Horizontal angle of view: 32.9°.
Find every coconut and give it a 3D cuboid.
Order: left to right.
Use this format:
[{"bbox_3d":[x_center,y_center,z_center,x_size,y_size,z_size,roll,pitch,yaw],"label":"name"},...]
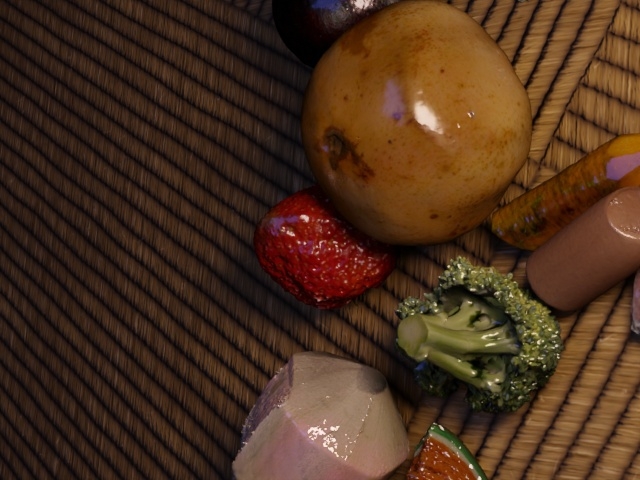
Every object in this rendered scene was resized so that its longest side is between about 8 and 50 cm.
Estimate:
[{"bbox_3d":[0.008,0.349,1.946,0.309,0.297,0.297,-55,51,20],"label":"coconut"}]

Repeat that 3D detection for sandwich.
[{"bbox_3d":[0.221,0.444,1.842,0.235,0.159,0.079,48,140,11],"label":"sandwich"}]

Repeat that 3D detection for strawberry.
[{"bbox_3d":[0.000,0.000,2.035,0.257,0.277,0.257,-13,70,39],"label":"strawberry"}]

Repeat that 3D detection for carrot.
[{"bbox_3d":[0.419,-0.068,1.769,0.302,0.114,0.114,-34,61,37],"label":"carrot"}]

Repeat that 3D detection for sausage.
[{"bbox_3d":[0.434,0.010,1.676,0.253,0.123,0.123,-50,49,53],"label":"sausage"}]

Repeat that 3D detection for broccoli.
[{"bbox_3d":[0.253,0.156,1.806,0.288,0.260,0.235,-40,23,35],"label":"broccoli"}]

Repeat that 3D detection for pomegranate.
[{"bbox_3d":[0.174,-0.201,1.852,0.416,0.416,0.417,-10,76,41],"label":"pomegranate"}]

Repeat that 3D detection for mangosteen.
[{"bbox_3d":[0.047,-0.466,2.053,0.330,0.330,0.330,-10,76,41],"label":"mangosteen"}]

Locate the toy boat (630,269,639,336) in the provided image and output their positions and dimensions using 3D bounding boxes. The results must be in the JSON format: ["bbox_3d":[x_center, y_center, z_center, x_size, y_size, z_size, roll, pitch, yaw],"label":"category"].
[{"bbox_3d":[0.559,0.058,1.648,0.155,0.085,0.227,24,106,61],"label":"toy boat"}]

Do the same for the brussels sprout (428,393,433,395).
[{"bbox_3d":[0.210,0.241,1.954,0.051,0.046,0.083,-14,63,44],"label":"brussels sprout"}]
